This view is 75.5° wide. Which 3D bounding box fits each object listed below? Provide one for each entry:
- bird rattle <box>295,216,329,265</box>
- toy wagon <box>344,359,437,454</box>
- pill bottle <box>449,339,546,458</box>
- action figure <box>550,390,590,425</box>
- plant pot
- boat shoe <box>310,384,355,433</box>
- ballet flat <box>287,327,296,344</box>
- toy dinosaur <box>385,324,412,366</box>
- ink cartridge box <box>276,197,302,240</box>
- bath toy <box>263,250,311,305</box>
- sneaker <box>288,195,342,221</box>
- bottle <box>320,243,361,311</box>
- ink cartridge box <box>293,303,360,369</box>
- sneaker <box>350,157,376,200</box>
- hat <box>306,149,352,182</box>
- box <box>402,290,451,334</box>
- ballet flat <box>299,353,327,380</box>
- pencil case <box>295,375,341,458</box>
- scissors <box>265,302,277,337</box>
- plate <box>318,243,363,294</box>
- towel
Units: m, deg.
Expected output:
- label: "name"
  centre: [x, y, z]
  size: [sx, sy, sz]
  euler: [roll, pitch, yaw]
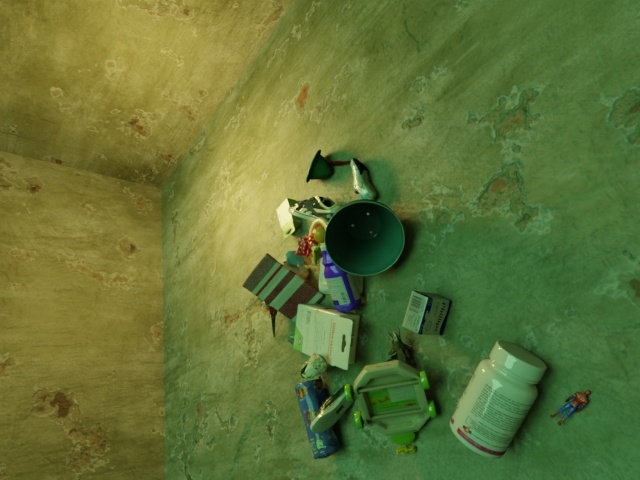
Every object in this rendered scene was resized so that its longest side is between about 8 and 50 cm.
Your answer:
- label: "bird rattle"
  centre: [0.000, 0.000, 1.808]
  size: [0.253, 0.143, 0.206]
  euler: [39, 117, 61]
- label: "toy wagon"
  centre: [0.241, 0.555, 1.365]
  size: [0.268, 0.068, 0.344]
  euler: [-14, 109, 12]
- label: "pill bottle"
  centre: [0.486, 0.429, 1.134]
  size: [0.160, 0.161, 0.282]
  euler: [37, 109, 49]
- label: "action figure"
  centre: [0.640, 0.421, 1.053]
  size: [0.115, 0.030, 0.038]
  euler: [-54, 50, 20]
- label: "plant pot"
  centre: [0.167, -0.034, 1.592]
  size: [0.290, 0.291, 0.195]
  euler: [-61, 5, 20]
- label: "boat shoe"
  centre: [0.042, 0.663, 1.628]
  size: [0.219, 0.077, 0.070]
  euler: [-38, 28, -15]
- label: "ballet flat"
  centre: [-0.080, 0.408, 1.923]
  size: [0.068, 0.072, 0.213]
  euler: [41, 117, 17]
- label: "toy dinosaur"
  centre: [0.259, 0.475, 1.460]
  size: [0.160, 0.121, 0.313]
  euler: [-103, 30, -63]
- label: "ink cartridge box"
  centre: [-0.158, -0.103, 2.138]
  size: [0.109, 0.062, 0.209]
  euler: [-41, 51, 37]
- label: "bath toy"
  centre: [-0.162, 0.197, 2.019]
  size: [0.348, 0.152, 0.129]
  euler: [-59, 6, 31]
- label: "sneaker"
  centre: [-0.017, -0.149, 1.931]
  size: [0.321, 0.126, 0.127]
  euler: [20, 102, 40]
- label: "bottle"
  centre: [0.073, 0.144, 1.667]
  size: [0.118, 0.092, 0.282]
  euler: [-13, 98, 47]
- label: "ink cartridge box"
  centre: [0.043, 0.390, 1.717]
  size: [0.354, 0.119, 0.206]
  euler: [5, 88, 52]
- label: "sneaker"
  centre: [0.167, -0.256, 1.762]
  size: [0.086, 0.085, 0.237]
  euler: [-38, 52, 33]
- label: "hat"
  centre: [0.045, -0.325, 1.979]
  size: [0.208, 0.184, 0.172]
  euler: [-26, -41, -87]
- label: "box"
  centre: [0.353, 0.240, 1.364]
  size: [0.072, 0.137, 0.126]
  euler: [20, 96, 50]
- label: "ballet flat"
  centre: [-0.032, 0.527, 1.682]
  size: [0.091, 0.077, 0.241]
  euler: [41, 151, 10]
- label: "pencil case"
  centre: [-0.010, 0.725, 1.699]
  size: [0.120, 0.133, 0.305]
  euler: [-29, 57, 14]
- label: "scissors"
  centre: [-0.242, 0.365, 2.050]
  size: [0.021, 0.109, 0.296]
  euler: [-73, 2, -57]
- label: "plate"
  centre: [0.080, 0.096, 1.810]
  size: [0.278, 0.045, 0.276]
  euler: [-7, 76, 50]
- label: "towel"
  centre: [-0.174, 0.225, 1.914]
  size: [0.237, 0.329, 0.037]
  euler: [-49, 9, 32]
